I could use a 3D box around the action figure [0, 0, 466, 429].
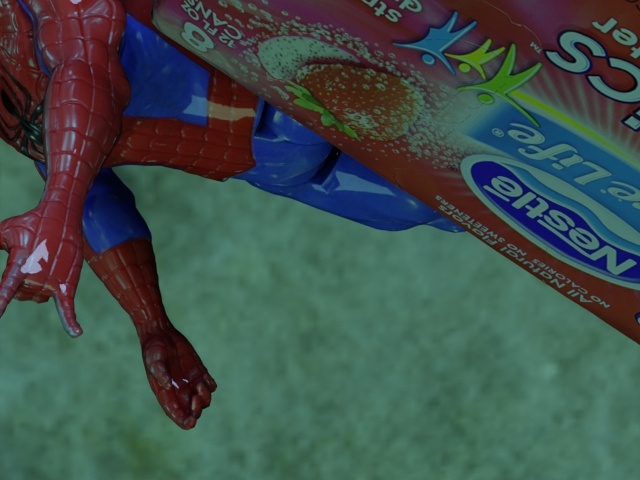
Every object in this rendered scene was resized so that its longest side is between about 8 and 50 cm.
[{"bbox_3d":[0.000,0.000,0.511,0.280,0.139,0.091,12,147,-14],"label":"action figure"}]

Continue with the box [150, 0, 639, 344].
[{"bbox_3d":[0.107,-0.049,0.446,0.257,0.122,0.128,32,154,-8],"label":"box"}]
